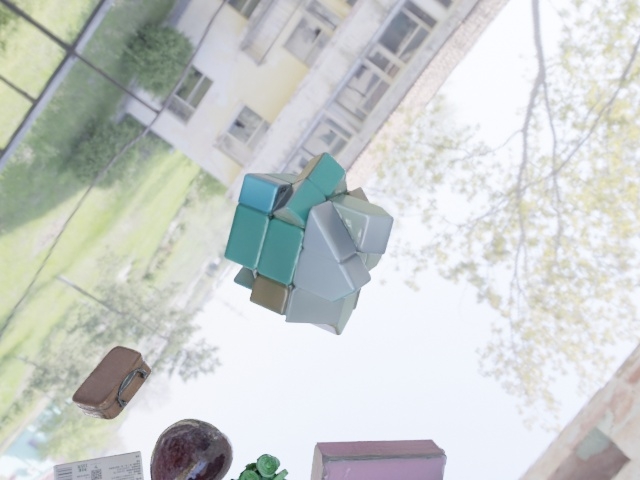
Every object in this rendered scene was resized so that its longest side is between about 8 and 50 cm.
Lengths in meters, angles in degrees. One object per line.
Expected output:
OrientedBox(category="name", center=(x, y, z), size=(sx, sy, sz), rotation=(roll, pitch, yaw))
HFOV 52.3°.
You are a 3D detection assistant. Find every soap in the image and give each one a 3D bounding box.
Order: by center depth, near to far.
OrientedBox(category="soap", center=(0.111, 0.491, 1.296), size=(0.081, 0.259, 0.181), rotation=(-143, -124, -71))

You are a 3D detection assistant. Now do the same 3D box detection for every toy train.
OrientedBox(category="toy train", center=(-0.147, 0.497, 1.185), size=(0.251, 0.119, 0.085), rotation=(-30, 167, -40))

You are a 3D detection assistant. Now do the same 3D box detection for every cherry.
OrientedBox(category="cherry", center=(-0.268, 0.442, 1.315), size=(0.176, 0.140, 0.176), rotation=(-12, -150, 7))

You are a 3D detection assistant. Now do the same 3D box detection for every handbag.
OrientedBox(category="handbag", center=(-0.544, 0.376, 1.721), size=(0.151, 0.072, 0.193), rotation=(6, -137, 35))

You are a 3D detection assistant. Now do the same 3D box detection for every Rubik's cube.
OrientedBox(category="Rubik's cube", center=(0.000, 0.000, 0.981), size=(0.224, 0.213, 0.265), rotation=(-14, 122, -64))

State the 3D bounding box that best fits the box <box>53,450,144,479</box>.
OrientedBox(category="box", center=(-0.502, 0.571, 1.489), size=(0.073, 0.194, 0.139), rotation=(118, -37, -58))
